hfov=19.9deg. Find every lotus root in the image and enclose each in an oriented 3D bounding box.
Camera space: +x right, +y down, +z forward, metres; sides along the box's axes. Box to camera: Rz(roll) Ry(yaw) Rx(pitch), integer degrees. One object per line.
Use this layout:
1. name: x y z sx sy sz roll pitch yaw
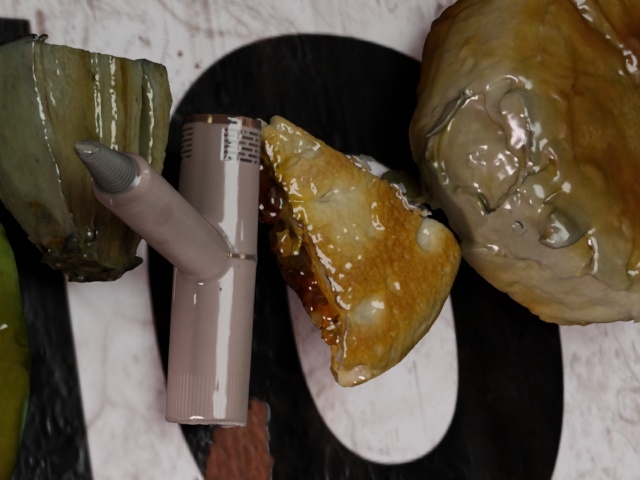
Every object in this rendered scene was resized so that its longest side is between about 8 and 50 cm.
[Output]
1. lotus root: -0.154 -0.047 1.095 0.143 0.070 0.144 19 65 -58

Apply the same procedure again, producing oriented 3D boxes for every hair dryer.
1. hair dryer: -0.088 0.010 1.063 0.220 0.054 0.195 23 69 -74

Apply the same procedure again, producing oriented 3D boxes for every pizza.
1. pizza: 0.000 0.000 1.220 0.194 0.069 0.154 50 50 -10

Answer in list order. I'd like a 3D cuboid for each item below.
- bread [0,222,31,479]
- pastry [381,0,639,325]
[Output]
1. bread: -0.318 0.041 0.830 0.377 0.208 0.251 6 66 -40
2. pastry: 0.207 -0.074 1.374 0.330 0.136 0.329 16 66 -38
